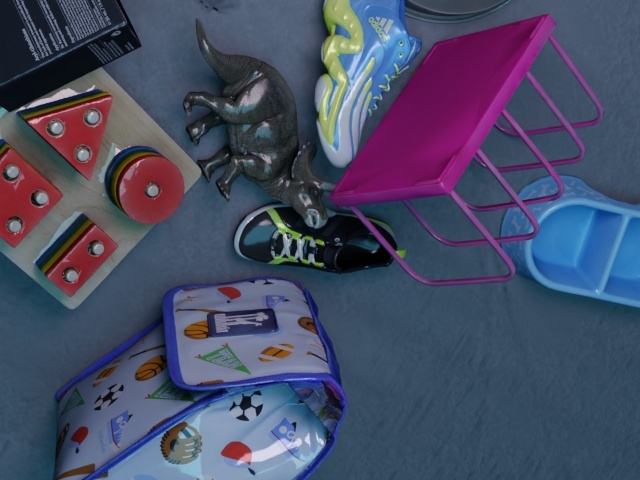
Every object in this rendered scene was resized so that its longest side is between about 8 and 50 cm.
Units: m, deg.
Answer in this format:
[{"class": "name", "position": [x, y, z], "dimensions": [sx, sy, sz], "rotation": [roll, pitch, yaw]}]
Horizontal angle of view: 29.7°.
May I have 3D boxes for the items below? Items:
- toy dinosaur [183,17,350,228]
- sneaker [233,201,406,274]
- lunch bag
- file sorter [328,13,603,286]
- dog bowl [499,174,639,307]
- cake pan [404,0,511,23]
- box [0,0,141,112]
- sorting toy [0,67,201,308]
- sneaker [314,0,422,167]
[{"class": "toy dinosaur", "position": [-0.089, -0.154, 1.579], "dimensions": [0.160, 0.121, 0.313], "rotation": [-26, 108, -13]}, {"class": "sneaker", "position": [0.000, 0.000, 1.641], "dimensions": [0.234, 0.097, 0.084], "rotation": [0, 109, -10]}, {"class": "lunch bag", "position": [-0.155, 0.222, 1.575], "dimensions": [0.385, 0.328, 0.239], "rotation": [-34, 113, 5]}, {"class": "file sorter", "position": [0.197, -0.105, 1.518], "dimensions": [0.182, 0.202, 0.291], "rotation": [48, 61, -25]}, {"class": "dog bowl", "position": [0.408, 0.009, 1.727], "dimensions": [0.297, 0.074, 0.166], "rotation": [12, 107, -14]}, {"class": "cake pan", "position": [0.175, -0.421, 1.544], "dimensions": [0.293, 0.054, 0.293], "rotation": [-3, 109, -8]}, {"class": "box", "position": [-0.352, -0.311, 1.411], "dimensions": [0.184, 0.103, 0.261], "rotation": [-26, 83, -2]}, {"class": "sorting toy", "position": [-0.307, -0.073, 1.516], "dimensions": [0.255, 0.089, 0.257], "rotation": [-47, 120, -6]}, {"class": "sneaker", "position": [0.063, -0.212, 1.535], "dimensions": [0.126, 0.091, 0.240], "rotation": [1, 91, 17]}]
